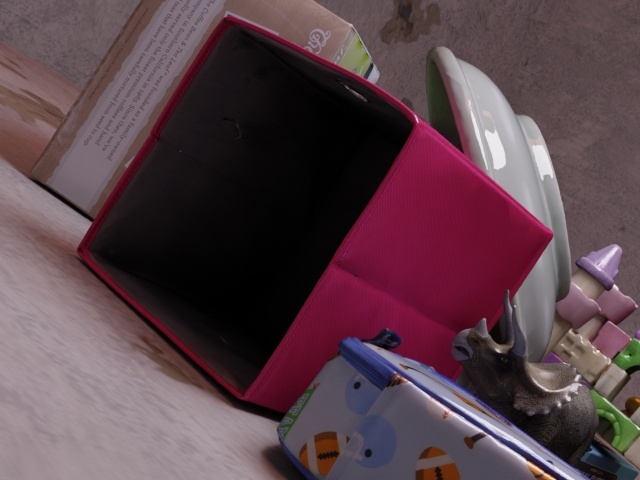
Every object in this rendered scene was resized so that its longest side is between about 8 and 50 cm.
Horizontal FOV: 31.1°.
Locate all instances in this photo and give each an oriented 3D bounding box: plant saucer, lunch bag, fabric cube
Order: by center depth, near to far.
[{"bbox_3d":[0.120,0.182,0.822,0.303,0.115,0.243,36,2,22],"label":"lunch bag"},{"bbox_3d":[0.000,0.000,1.018,0.254,0.259,0.258,35,3,40],"label":"fabric cube"},{"bbox_3d":[0.206,-0.028,1.291,0.400,0.101,0.400,-12,90,-88],"label":"plant saucer"}]

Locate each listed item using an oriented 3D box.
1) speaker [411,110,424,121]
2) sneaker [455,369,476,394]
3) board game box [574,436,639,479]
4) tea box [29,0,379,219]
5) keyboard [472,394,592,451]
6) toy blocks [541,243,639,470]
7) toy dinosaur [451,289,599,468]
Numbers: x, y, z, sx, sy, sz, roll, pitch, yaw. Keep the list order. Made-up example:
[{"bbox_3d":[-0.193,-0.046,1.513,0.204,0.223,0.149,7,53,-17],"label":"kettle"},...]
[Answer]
[{"bbox_3d":[0.042,-0.030,1.467,0.131,0.296,0.131,14,37,-11],"label":"speaker"},{"bbox_3d":[0.098,0.080,1.242,0.146,0.122,0.330,-11,10,7],"label":"sneaker"},{"bbox_3d":[0.242,0.220,1.559,0.336,0.079,0.254,40,7,38],"label":"board game box"},{"bbox_3d":[-0.118,-0.143,1.362,0.220,0.329,0.323,34,2,6],"label":"tea box"},{"bbox_3d":[0.143,0.167,1.323,0.317,0.033,0.201,18,16,-21],"label":"keyboard"},{"bbox_3d":[0.439,0.151,1.452,0.288,0.260,0.309,42,2,30],"label":"toy blocks"},{"bbox_3d":[0.205,0.183,1.074,0.313,0.160,0.121,35,12,-52],"label":"toy dinosaur"}]
